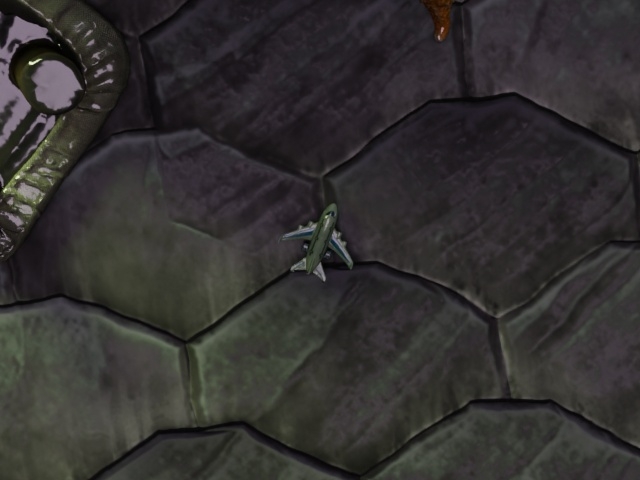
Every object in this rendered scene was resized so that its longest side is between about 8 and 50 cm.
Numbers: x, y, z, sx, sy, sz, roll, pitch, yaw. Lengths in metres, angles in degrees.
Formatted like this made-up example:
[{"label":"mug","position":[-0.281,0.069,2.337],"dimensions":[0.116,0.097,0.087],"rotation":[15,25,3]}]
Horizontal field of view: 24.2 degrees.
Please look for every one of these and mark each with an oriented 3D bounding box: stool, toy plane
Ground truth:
[{"label":"stool","position":[-0.384,-0.138,1.433],"dimensions":[0.310,0.226,0.310],"rotation":[33,102,-4]},{"label":"toy plane","position":[0.000,0.000,1.535],"dimensions":[0.080,0.033,0.083],"rotation":[21,97,0]}]

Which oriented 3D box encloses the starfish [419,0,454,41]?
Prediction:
[{"label":"starfish","position":[-0.014,-0.292,1.365],"dimensions":[0.293,0.301,0.084],"rotation":[11,70,5]}]
